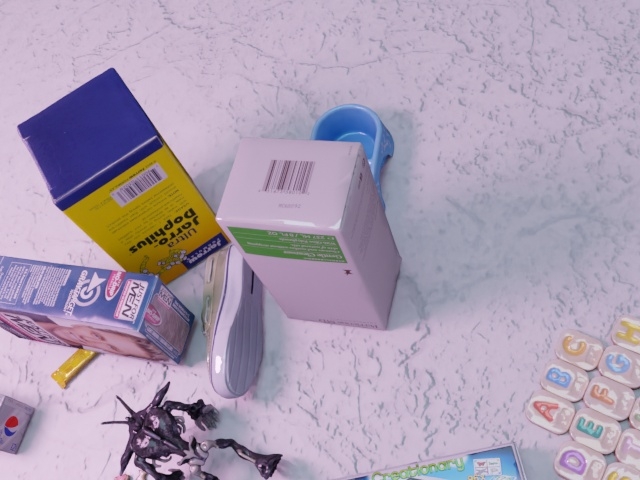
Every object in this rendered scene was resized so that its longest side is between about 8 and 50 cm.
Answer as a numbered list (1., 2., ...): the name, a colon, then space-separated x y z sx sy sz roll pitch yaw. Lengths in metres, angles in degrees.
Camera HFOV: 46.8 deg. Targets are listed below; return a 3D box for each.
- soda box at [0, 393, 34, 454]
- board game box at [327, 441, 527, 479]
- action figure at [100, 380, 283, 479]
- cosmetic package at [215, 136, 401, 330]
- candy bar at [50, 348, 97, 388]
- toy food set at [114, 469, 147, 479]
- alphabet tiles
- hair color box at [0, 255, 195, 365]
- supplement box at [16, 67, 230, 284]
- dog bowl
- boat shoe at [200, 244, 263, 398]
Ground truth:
1. soda box: -0.678 0.308 1.347 0.287 0.098 0.091 7 66 18
2. board game box: 0.164 0.426 1.091 0.306 0.053 0.192 -14 61 7
3. action figure: -0.211 0.338 1.190 0.276 0.141 0.164 26 73 9
4. cosmetic package: 0.000 0.000 1.181 0.197 0.365 0.155 4 62 19
5. candy bar: -0.434 0.209 1.383 0.161 0.018 0.040 -44 62 -11
6. toy food set: -0.334 0.443 1.230 0.078 0.019 0.122 -3 62 13
7. alphabet tiles: 0.473 0.255 1.122 0.278 0.021 0.284 23 71 25
8. hair color box: -0.422 0.123 1.313 0.348 0.174 0.105 6 64 18
9. supplement box: -0.336 -0.092 1.321 0.195 0.356 0.194 -34 59 -5
10. dog bowl: 0.045 -0.134 1.411 0.166 0.074 0.297 3 63 16
11. boat shoe: -0.163 0.142 1.314 0.094 0.109 0.302 -16 50 24
